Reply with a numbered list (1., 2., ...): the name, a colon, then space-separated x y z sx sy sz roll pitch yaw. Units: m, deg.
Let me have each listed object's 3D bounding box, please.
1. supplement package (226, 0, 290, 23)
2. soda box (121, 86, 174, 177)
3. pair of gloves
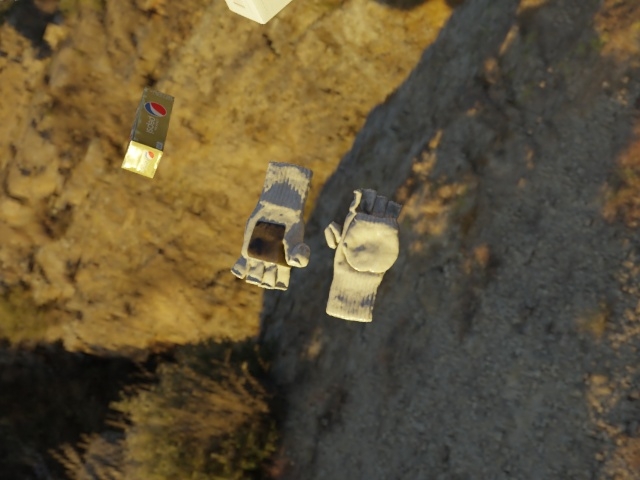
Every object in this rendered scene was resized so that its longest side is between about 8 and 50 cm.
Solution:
1. supplement package: -0.082 -0.471 1.699 0.179 0.105 0.105 -44 46 -14
2. soda box: -0.299 -0.191 1.753 0.181 0.058 0.061 -89 23 -52
3. pair of gloves: 0.000 0.000 1.548 0.042 0.240 0.204 55 -124 -84
